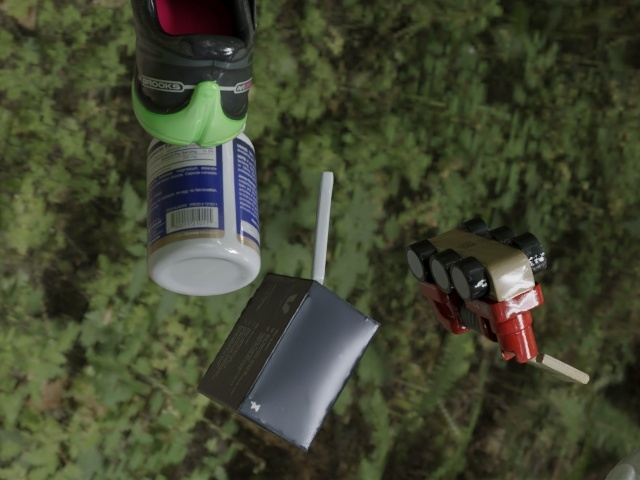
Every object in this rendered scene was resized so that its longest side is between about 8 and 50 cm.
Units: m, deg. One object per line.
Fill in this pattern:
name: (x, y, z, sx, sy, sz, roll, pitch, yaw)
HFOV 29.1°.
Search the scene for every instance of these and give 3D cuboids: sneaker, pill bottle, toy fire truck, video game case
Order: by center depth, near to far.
sneaker: (-0.156, -0.338, 1.479, 0.185, 0.483, 0.202, -3, 145, -23)
pill bottle: (-0.162, -0.071, 1.694, 0.153, 0.153, 0.265, 31, 47, -49)
toy fire truck: (0.253, 0.104, 1.711, 0.158, 0.217, 0.246, -22, 106, -17)
video game case: (0.000, 0.000, 1.743, 0.143, 0.019, 0.157, 98, -3, -71)

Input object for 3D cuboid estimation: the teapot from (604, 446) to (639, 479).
teapot: (0.331, 0.272, 1.121, 0.187, 0.256, 0.252, 37, 105, -16)

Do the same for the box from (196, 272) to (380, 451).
box: (-0.037, 0.125, 1.313, 0.093, 0.158, 0.156, 34, 80, -18)
